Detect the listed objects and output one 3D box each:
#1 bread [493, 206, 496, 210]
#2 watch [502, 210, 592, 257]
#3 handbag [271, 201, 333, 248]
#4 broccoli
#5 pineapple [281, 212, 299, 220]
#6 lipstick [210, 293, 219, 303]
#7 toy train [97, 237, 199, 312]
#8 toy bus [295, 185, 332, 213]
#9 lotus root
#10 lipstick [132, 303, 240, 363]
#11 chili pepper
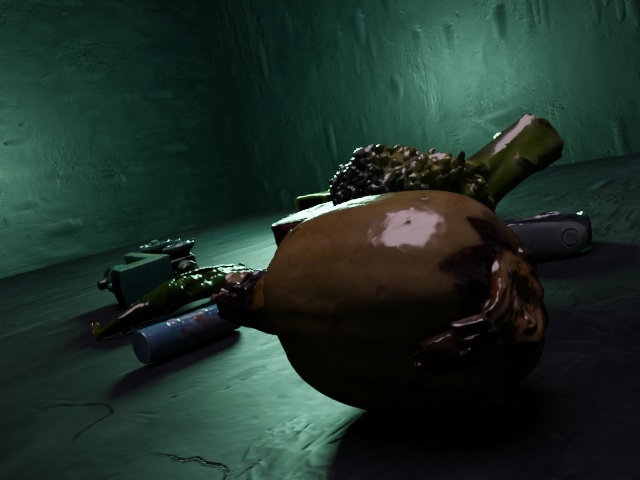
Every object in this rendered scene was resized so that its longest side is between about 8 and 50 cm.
[{"bbox_3d":[0.241,-0.012,1.200,0.233,0.076,0.105,-27,-17,-19],"label":"bread"},{"bbox_3d":[0.347,-0.009,1.102,0.206,0.069,0.193,-7,4,7],"label":"watch"},{"bbox_3d":[0.000,0.000,1.332,0.146,0.136,0.225,-8,11,24],"label":"handbag"},{"bbox_3d":[0.210,-0.066,0.993,0.396,0.275,0.353,-11,40,3],"label":"broccoli"},{"bbox_3d":[0.041,-0.021,1.534,0.277,0.119,0.130,-7,-11,19],"label":"pineapple"},{"bbox_3d":[-0.171,0.107,1.180,0.019,0.019,0.094,-15,7,-34],"label":"lipstick"},{"bbox_3d":[-0.374,0.074,1.411,0.194,0.120,0.298,-21,10,-29],"label":"toy train"},{"bbox_3d":[0.054,-0.088,1.914,0.128,0.150,0.262,-4,9,38],"label":"toy bus"},{"bbox_3d":[0.036,0.054,0.565,0.309,0.183,0.182,-7,8,38],"label":"lotus root"},{"bbox_3d":[-0.182,0.125,0.914,0.048,0.048,0.157,-5,9,46],"label":"lipstick"},{"bbox_3d":[-0.260,0.099,1.217,0.084,0.077,0.359,22,23,29],"label":"chili pepper"}]
